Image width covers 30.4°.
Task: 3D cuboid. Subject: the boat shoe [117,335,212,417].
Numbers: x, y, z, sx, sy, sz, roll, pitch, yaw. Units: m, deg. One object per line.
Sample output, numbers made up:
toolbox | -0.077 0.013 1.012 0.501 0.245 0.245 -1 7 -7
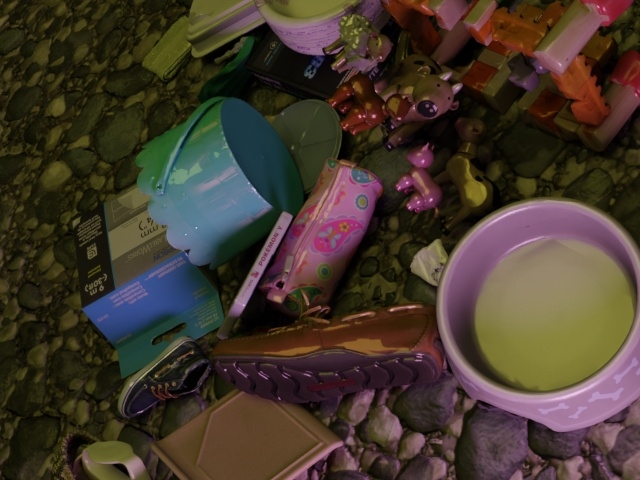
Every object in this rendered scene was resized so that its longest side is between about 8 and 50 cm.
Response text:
boat shoe | -0.273 0.253 2.054 0.183 0.065 0.083 -46 46 -2

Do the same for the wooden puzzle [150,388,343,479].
wooden puzzle | -0.117 0.328 1.863 0.238 0.044 0.221 -29 42 -26

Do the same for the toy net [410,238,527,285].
toy net | 0.252 0.052 1.857 0.232 0.045 0.122 -5 81 34

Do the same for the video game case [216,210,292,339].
video game case | -0.114 0.062 1.993 0.023 0.201 0.183 28 65 -3

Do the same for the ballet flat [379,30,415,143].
ballet flat | 0.145 -0.284 2.119 0.058 0.084 0.250 -6 65 30

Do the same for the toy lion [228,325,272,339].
toy lion | -0.120 0.185 2.024 0.100 0.034 0.096 22 68 41

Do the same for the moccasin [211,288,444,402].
moccasin | 0.009 0.162 1.869 0.380 0.139 0.147 -13 47 21

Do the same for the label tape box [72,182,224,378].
label tape box | -0.325 0.053 2.192 0.240 0.106 0.334 -29 49 16

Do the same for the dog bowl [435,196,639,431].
dog bowl | 0.325 0.094 1.694 0.348 0.102 0.349 -9 65 21

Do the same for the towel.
towel | -0.315 -0.415 2.539 0.148 0.027 0.110 -51 47 -4

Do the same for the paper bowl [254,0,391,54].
paper bowl | 0.030 -0.467 2.166 0.284 0.148 0.284 -15 55 22

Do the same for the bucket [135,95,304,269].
bucket | -0.171 -0.106 2.068 0.183 0.281 0.281 -30 49 21

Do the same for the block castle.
block castle | 0.323 -0.356 1.893 0.453 0.303 0.213 32 81 41

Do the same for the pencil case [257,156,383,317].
pencil case | 0.000 0.000 1.999 0.124 0.124 0.284 16 70 39

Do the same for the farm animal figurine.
farm animal figurine | 0.169 -0.204 1.910 0.172 0.330 0.327 -35 35 19

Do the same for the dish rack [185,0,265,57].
dish rack | -0.145 -0.538 2.419 0.332 0.072 0.286 -23 41 33

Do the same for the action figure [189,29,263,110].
action figure | -0.177 -0.331 2.341 0.063 0.137 0.232 21 64 21

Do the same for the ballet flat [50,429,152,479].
ballet flat | -0.283 0.432 1.858 0.482 0.164 0.182 24 118 43

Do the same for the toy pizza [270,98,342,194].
toy pizza | -0.036 -0.166 2.180 0.201 0.032 0.201 -17 61 34

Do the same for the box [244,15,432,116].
box | 0.041 -0.398 2.265 0.293 0.073 0.295 27 79 43
